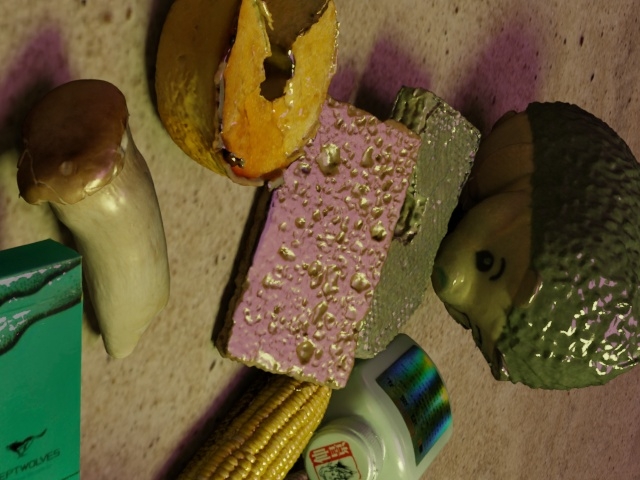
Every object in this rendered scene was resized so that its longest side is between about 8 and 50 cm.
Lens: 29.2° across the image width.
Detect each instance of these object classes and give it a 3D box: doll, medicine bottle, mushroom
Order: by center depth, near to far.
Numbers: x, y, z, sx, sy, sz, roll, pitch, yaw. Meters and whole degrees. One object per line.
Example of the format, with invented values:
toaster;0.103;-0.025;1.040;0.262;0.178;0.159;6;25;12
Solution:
mushroom;-0.132;-0.002;0.765;0.209;0.071;0.084;81;5;-48
medicine bottle;0.053;0.170;1.142;0.121;0.083;0.229;65;21;-1
doll;0.227;0.008;1.260;0.349;0.247;0.247;-86;173;-54

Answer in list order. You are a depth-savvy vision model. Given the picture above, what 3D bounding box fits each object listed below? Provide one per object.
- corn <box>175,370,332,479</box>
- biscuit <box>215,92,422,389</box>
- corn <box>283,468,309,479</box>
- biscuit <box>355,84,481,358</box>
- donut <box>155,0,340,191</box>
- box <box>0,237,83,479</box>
corn;-0.057;0.174;1.006;0.203;0.072;0.072;-50;145;-38
biscuit;0.000;0.000;1.008;0.131;0.025;0.230;20;86;-31
corn;-0.019;0.250;1.107;0.211;0.087;0.087;-1;105;-62
biscuit;0.072;-0.010;1.116;0.147;0.046;0.249;26;84;-64
donut;-0.053;-0.109;0.857;0.181;0.078;0.146;-21;124;-66
box;-0.208;0.123;0.687;0.161;0.042;0.226;-18;121;-45
